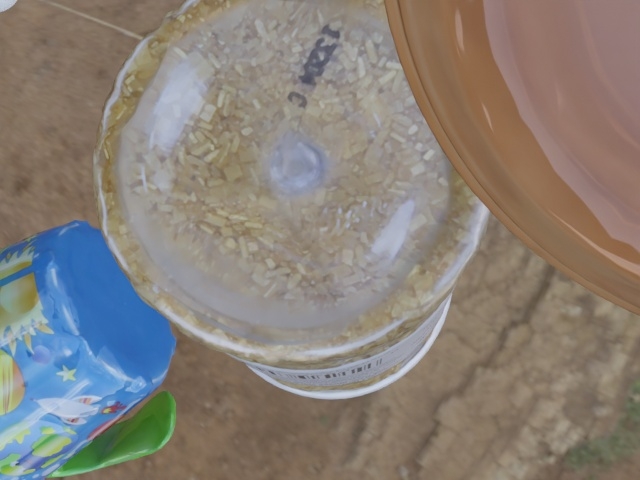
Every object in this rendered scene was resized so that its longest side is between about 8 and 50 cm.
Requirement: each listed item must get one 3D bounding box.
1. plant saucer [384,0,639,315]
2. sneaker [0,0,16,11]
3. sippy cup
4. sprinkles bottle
[{"bbox_3d":[0.105,-0.057,0.303,0.200,0.037,0.200,9,120,16],"label":"plant saucer"},{"bbox_3d":[-0.296,-0.350,1.489,0.108,0.169,0.292,-3,78,19],"label":"sneaker"},{"bbox_3d":[-0.262,0.102,1.309,0.224,0.305,0.240,-31,80,23],"label":"sippy cup"},{"bbox_3d":[0.000,0.000,0.593,0.121,0.355,0.121,0,82,2],"label":"sprinkles bottle"}]
